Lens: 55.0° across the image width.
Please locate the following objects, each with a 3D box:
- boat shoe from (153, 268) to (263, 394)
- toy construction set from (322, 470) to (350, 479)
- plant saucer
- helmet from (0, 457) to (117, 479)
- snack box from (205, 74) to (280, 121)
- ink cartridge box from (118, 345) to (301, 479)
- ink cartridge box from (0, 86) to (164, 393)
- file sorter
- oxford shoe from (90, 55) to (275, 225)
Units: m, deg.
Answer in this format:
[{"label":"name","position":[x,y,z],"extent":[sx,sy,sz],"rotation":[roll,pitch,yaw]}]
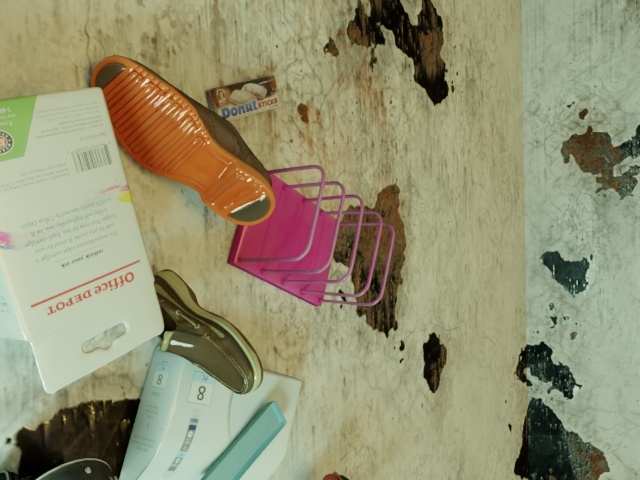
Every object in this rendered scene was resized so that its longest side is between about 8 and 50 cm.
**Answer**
[{"label":"boat shoe","position":[-0.202,0.150,0.933],"extent":[0.095,0.257,0.095],"rotation":[-22,140,-48]},{"label":"toy construction set","position":[-0.006,0.628,1.263],"extent":[0.257,0.237,0.309],"rotation":[65,15,15]},{"label":"plant saucer","position":[-0.133,0.362,1.055],"extent":[0.192,0.018,0.067],"rotation":[-44,131,-30]},{"label":"helmet","position":[-0.339,0.362,0.794],"extent":[0.169,0.162,0.169],"rotation":[-1,91,-53]},{"label":"snack box","position":[-0.143,-0.269,1.166],"extent":[0.178,0.022,0.064],"rotation":[-31,116,-49]},{"label":"ink cartridge box","position":[-0.191,0.399,1.055],"extent":[0.308,0.091,0.385],"rotation":[29,66,-49]},{"label":"ink cartridge box","position":[-0.354,-0.006,0.807],"extent":[0.207,0.119,0.353],"rotation":[-28,111,-50]},{"label":"file sorter","position":[0.000,0.000,1.227],"extent":[0.291,0.182,0.202],"rotation":[33,64,-48]},{"label":"oxford shoe","position":[-0.220,-0.171,1.018],"extent":[0.363,0.130,0.132],"rotation":[45,23,-35]}]
